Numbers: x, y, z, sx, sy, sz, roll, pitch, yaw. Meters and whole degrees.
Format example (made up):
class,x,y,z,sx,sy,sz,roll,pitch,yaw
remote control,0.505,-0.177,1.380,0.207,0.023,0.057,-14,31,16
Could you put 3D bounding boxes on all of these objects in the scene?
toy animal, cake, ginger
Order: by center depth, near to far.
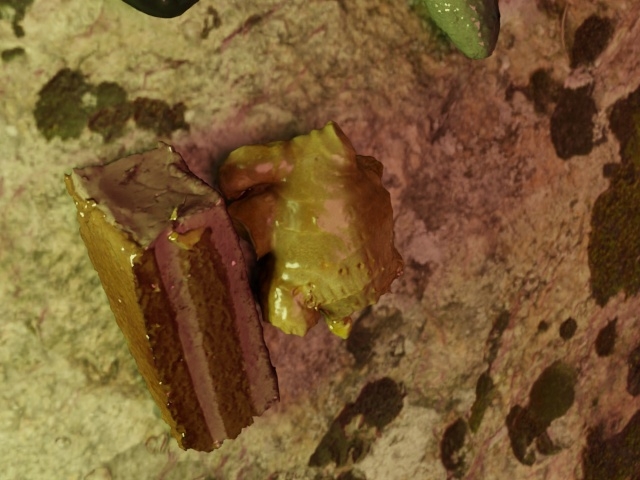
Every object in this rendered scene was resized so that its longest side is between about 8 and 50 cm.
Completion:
class,x,y,z,sx,sy,sz,roll,pitch,yaw
cake,-0.112,0.062,0.990,0.116,0.113,0.295,-30,122,-19
ginger,0.000,0.000,1.036,0.157,0.102,0.216,-24,115,-17
toy animal,0.115,-0.290,1.060,0.079,0.070,0.252,-30,109,-61

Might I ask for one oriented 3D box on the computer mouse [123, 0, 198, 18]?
class,x,y,z,sx,sy,sz,roll,pitch,yaw
computer mouse,-0.076,-0.294,0.920,0.270,0.086,0.137,-36,125,-8
